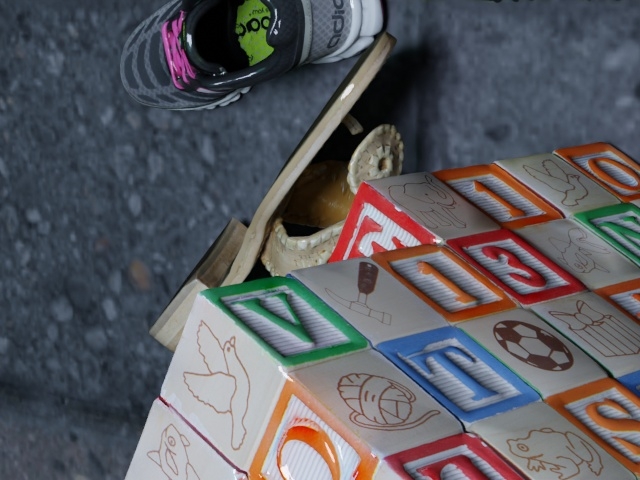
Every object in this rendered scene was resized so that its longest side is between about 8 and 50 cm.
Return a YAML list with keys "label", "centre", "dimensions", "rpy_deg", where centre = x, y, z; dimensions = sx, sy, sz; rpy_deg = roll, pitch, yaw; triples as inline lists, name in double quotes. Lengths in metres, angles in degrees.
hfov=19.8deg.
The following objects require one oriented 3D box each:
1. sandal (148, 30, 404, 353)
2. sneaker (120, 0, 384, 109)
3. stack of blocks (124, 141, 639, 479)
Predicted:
- label: "sandal"
  centre: [0.002, -0.004, 0.905]
  dimensions: [0.079, 0.088, 0.240]
  rpy_deg: [37, 133, -4]
- label: "sneaker"
  centre: [-0.053, -0.102, 0.920]
  dimensions: [0.170, 0.075, 0.063]
  rpy_deg: [-10, 90, 43]
- label: "stack of blocks"
  centre: [0.071, 0.055, 0.684]
  dimensions: [0.171, 0.297, 0.087]
  rpy_deg: [39, 121, 30]
